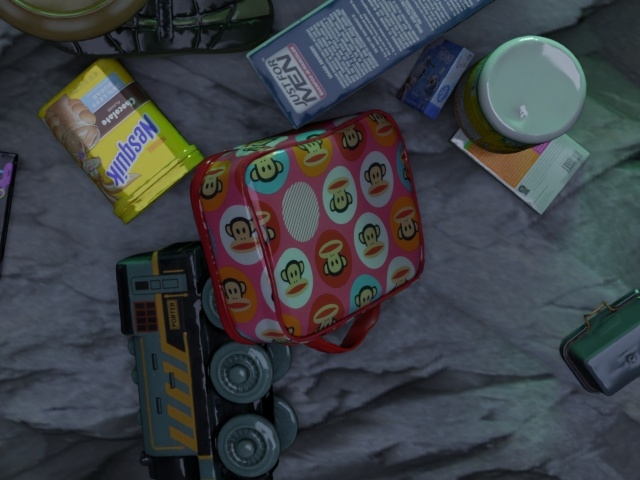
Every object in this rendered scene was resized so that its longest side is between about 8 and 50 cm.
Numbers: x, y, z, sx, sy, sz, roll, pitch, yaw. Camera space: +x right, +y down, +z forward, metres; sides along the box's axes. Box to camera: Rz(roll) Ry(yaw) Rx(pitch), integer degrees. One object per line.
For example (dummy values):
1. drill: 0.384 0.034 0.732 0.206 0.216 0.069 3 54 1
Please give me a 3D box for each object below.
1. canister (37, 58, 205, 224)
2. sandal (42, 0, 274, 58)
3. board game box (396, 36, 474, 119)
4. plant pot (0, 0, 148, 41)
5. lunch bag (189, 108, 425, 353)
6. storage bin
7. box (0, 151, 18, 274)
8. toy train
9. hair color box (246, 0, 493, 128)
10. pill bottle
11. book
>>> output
1. canister: -0.239 -0.123 1.744 0.126 0.073 0.170 -40 93 4
2. sandal: -0.208 -0.268 1.725 0.303 0.086 0.120 6 94 -11
3. board game box: 0.135 -0.194 1.725 0.020 0.090 0.090 30 95 -25
4. plant pot: -0.291 -0.344 1.649 0.236 0.032 0.236 0 95 -1
5. lunch bag: 0.000 0.000 1.656 0.120 0.293 0.258 -8 99 41
6. storage bin: 0.363 0.124 1.760 0.135 0.091 0.098 -36 95 3
7. box: -0.437 -0.036 1.776 0.116 0.029 0.162 10 98 -2
8. toy train: -0.137 0.149 1.749 0.190 0.142 0.333 -3 98 13
9. hair color box: 0.088 -0.265 1.676 0.347 0.174 0.105 -32 97 4
10. pill bottle: 0.216 -0.158 1.642 0.118 0.208 0.117 0 88 -7
11. book: 0.240 -0.113 1.764 0.144 0.035 0.096 39 91 -4
